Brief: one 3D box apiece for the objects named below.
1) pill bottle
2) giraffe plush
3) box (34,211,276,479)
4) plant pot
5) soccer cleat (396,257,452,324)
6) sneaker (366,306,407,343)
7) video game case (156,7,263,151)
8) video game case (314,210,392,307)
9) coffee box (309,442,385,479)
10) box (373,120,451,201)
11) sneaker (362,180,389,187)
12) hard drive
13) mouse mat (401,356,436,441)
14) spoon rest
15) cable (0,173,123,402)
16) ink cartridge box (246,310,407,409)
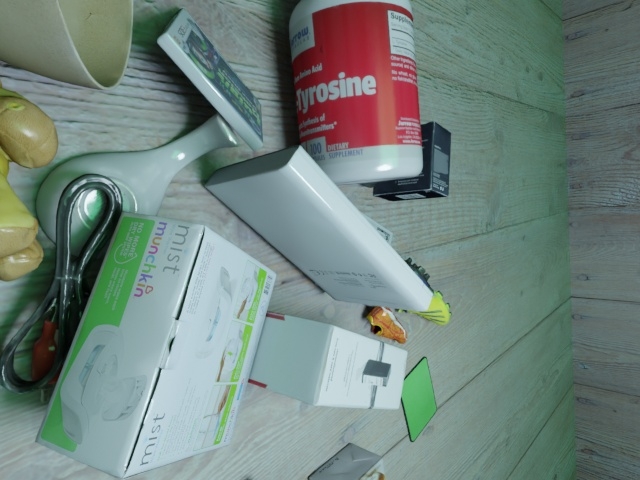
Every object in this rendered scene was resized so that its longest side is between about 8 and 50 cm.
[{"bbox_3d":[0.062,-0.313,0.773,0.229,0.229,0.408,-11,98,-45],"label":"pill bottle"},{"bbox_3d":[-0.349,-0.088,0.424,0.210,0.181,0.170,30,53,-5],"label":"giraffe plush"},{"bbox_3d":[-0.178,0.129,0.535,0.231,0.126,0.262,48,54,-67],"label":"box"},{"bbox_3d":[-0.312,-0.302,0.393,0.190,0.284,0.284,2,88,-11],"label":"plant pot"},{"bbox_3d":[0.254,0.156,1.093,0.121,0.093,0.289,-44,130,-1],"label":"soccer cleat"},{"bbox_3d":[0.160,0.209,1.008,0.067,0.064,0.175,-39,131,2],"label":"sneaker"},{"bbox_3d":[-0.154,-0.244,0.625,0.190,0.022,0.173,48,19,-35],"label":"video game case"},{"bbox_3d":[0.083,0.036,0.943,0.212,0.023,0.193,27,71,-43],"label":"video game case"},{"bbox_3d":[0.069,0.590,0.874,0.141,0.098,0.247,-15,101,-45],"label":"coffee box"},{"bbox_3d":[0.218,-0.181,0.986,0.093,0.156,0.158,8,84,-46],"label":"box"},{"bbox_3d":[0.144,-0.267,0.930,0.109,0.130,0.286,-8,95,-44],"label":"sneaker"},{"bbox_3d":[0.000,0.000,0.686,0.353,0.233,0.047,44,63,-32],"label":"hard drive"},{"bbox_3d":[0.274,0.440,1.152,0.152,0.007,0.190,-28,108,-43],"label":"mouse mat"},{"bbox_3d":[-0.245,-0.084,0.579,0.276,0.084,0.137,-40,117,-23],"label":"spoon rest"},{"bbox_3d":[-0.306,0.064,0.500,0.139,0.072,0.287,-3,97,-32],"label":"cable"},{"bbox_3d":[0.003,0.207,0.714,0.273,0.197,0.114,33,67,-50],"label":"ink cartridge box"}]
